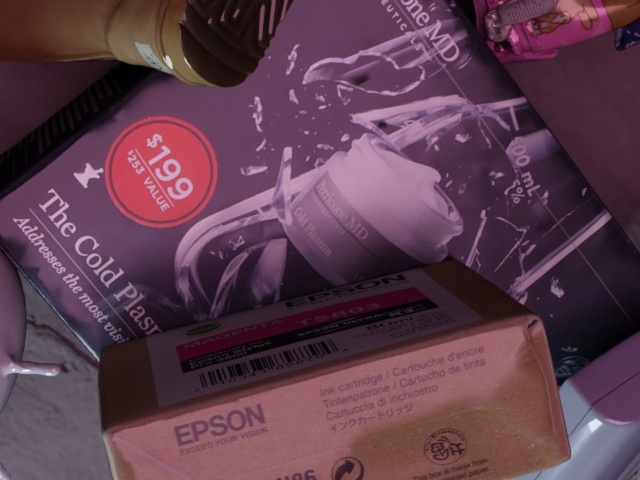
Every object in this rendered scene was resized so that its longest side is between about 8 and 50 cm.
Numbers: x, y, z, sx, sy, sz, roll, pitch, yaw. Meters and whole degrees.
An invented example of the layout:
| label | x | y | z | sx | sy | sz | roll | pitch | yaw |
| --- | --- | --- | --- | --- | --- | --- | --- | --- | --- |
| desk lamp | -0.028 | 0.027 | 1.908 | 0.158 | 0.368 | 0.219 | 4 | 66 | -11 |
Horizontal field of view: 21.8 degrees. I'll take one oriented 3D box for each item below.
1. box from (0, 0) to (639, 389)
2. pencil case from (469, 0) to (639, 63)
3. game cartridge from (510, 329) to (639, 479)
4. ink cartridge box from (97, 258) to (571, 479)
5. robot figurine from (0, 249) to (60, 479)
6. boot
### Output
| label | x | y | z | sx | sy | sz | roll | pitch | yaw |
| --- | --- | --- | --- | --- | --- | --- | --- | --- | --- |
| box | 0.000 | 0.000 | 1.105 | 0.312 | 0.179 | 0.343 | -39 | 105 | -2 |
| pencil case | 0.105 | -0.297 | 1.032 | 0.160 | 0.167 | 0.386 | -21 | 119 | 10 |
| game cartridge | 0.249 | 0.097 | 1.113 | 0.297 | 0.198 | 0.062 | -22 | 67 | -35 |
| ink cartridge box | -0.002 | 0.090 | 0.930 | 0.234 | 0.193 | 0.088 | -15 | 101 | -7 |
| robot figurine | -0.333 | 0.033 | 1.027 | 0.353 | 0.300 | 0.200 | 28 | 56 | -2 |
| boot | -0.108 | -0.203 | 1.015 | 0.089 | 0.269 | 0.236 | 47 | 68 | -39 |
